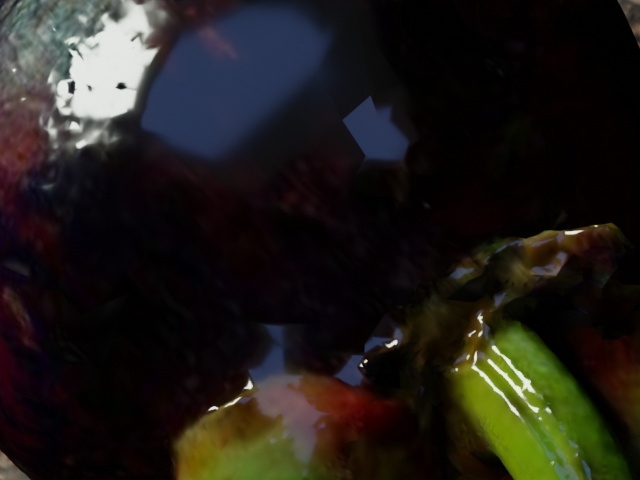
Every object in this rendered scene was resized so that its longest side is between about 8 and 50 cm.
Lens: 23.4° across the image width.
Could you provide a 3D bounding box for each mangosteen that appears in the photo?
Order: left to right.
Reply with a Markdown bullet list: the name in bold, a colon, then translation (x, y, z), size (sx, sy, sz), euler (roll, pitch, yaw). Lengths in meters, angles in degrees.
- **mangosteen**: translation (0.000, 0.000, 0.597), size (0.306, 0.306, 0.359), euler (-32, 30, -2)
